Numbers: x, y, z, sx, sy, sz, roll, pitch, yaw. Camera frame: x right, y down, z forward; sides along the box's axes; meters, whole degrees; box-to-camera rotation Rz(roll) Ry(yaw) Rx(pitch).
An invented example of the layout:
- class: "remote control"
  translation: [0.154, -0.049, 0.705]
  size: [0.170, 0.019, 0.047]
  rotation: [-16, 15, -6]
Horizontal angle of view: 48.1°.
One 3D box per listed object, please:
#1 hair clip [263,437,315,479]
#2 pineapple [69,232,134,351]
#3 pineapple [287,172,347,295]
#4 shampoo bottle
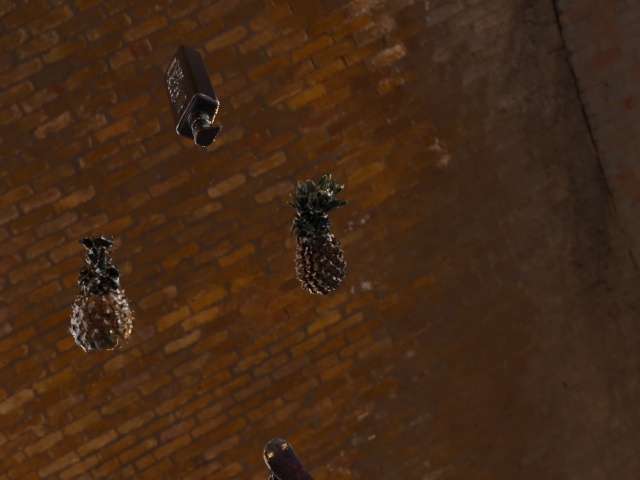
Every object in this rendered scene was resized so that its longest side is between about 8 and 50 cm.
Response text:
- class: "hair clip"
  translation: [-0.013, 0.352, 0.940]
  size: [0.048, 0.275, 0.083]
  rotation: [-8, -78, -22]
- class: "pineapple"
  translation: [-0.367, 0.084, 1.204]
  size: [0.108, 0.108, 0.198]
  rotation: [-1, -78, -18]
- class: "pineapple"
  translation: [0.000, 0.000, 1.140]
  size: [0.103, 0.083, 0.221]
  rotation: [-25, -46, -21]
- class: "shampoo bottle"
  translation: [-0.256, -0.279, 1.426]
  size: [0.071, 0.310, 0.098]
  rotation: [20, -62, -31]
